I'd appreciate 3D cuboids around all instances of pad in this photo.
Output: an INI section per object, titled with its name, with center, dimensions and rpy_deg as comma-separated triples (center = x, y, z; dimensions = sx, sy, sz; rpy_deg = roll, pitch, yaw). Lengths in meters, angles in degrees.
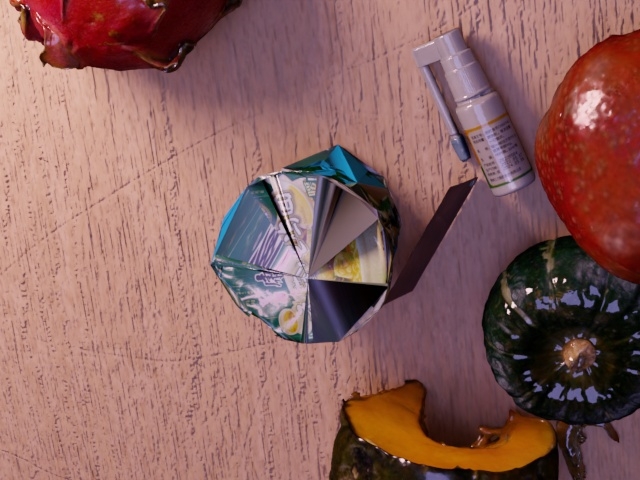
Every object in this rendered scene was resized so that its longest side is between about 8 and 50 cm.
[pad]
center = 0.143, 0.000, 1.765
dimensions = 0.006, 0.113, 0.188
rpy_deg = 34, 112, 16

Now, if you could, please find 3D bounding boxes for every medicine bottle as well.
[medicine bottle]
center = 0.195, -0.162, 1.734
dimensions = 0.092, 0.061, 0.221
rpy_deg = -18, 101, 38

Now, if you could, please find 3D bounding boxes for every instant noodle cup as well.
[instant noodle cup]
center = 0.000, 0.000, 1.764
dimensions = 0.240, 0.178, 0.240
rpy_deg = 4, 107, 13

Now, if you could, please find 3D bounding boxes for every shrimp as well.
[shrimp]
center = 0.370, 0.287, 1.843
dimensions = 0.083, 0.023, 0.114
rpy_deg = -11, 100, 14

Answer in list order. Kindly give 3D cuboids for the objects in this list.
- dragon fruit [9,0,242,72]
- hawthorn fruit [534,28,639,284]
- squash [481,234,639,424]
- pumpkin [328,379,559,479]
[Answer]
[dragon fruit]
center = -0.238, -0.327, 1.705
dimensions = 0.315, 0.250, 0.250
rpy_deg = 4, 108, -4
[hawthorn fruit]
center = 0.406, -0.070, 1.555
dimensions = 0.284, 0.285, 0.369
rpy_deg = -20, 65, 19
[squash]
center = 0.331, 0.117, 1.724
dimensions = 0.252, 0.165, 0.252
rpy_deg = 3, 108, 10
[pumpkin]
center = 0.158, 0.337, 1.789
dimensions = 0.303, 0.256, 0.225
rpy_deg = 11, 113, 27
